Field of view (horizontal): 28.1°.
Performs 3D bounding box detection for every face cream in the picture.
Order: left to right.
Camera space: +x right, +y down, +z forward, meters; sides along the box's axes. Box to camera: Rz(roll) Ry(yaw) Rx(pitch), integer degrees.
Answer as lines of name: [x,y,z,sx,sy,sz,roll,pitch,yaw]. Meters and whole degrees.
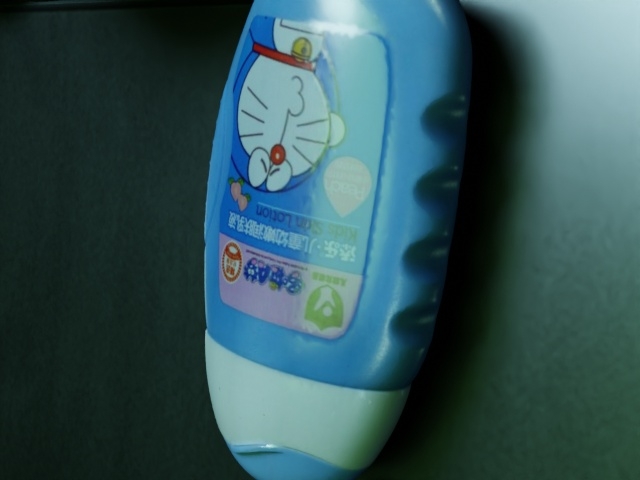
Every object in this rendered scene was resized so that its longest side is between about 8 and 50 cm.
face cream: [0.000,0.000,0.645,0.149,0.083,0.264,17,103,42]
